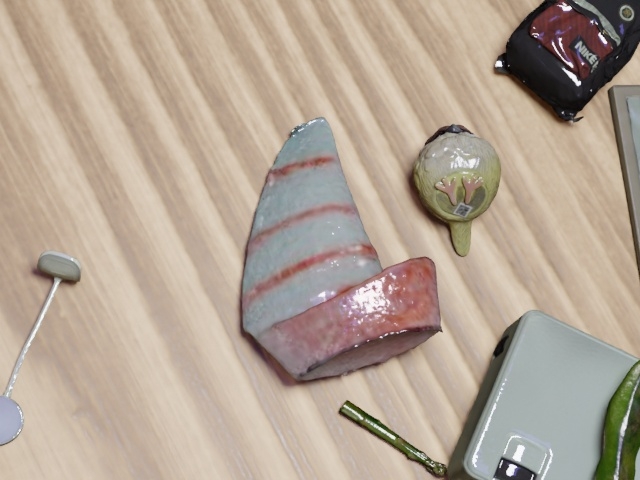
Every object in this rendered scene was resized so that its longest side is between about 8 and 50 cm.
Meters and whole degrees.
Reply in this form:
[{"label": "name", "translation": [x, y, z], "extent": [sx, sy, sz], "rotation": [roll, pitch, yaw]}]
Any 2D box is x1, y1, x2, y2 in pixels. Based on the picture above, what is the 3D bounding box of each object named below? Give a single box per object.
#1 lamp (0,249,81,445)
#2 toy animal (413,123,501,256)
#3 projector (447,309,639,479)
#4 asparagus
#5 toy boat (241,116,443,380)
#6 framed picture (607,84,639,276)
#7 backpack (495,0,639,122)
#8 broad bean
[{"label": "lamp", "translation": [-0.292, 0.107, 1.387], "extent": [0.050, 0.056, 0.198], "rotation": [21, 75, -5]}, {"label": "toy animal", "translation": [0.146, -0.059, 1.497], "extent": [0.098, 0.137, 0.098], "rotation": [-5, 34, 3]}, {"label": "projector", "translation": [0.277, 0.211, 1.417], "extent": [0.257, 0.099, 0.192], "rotation": [25, 70, -1]}, {"label": "asparagus", "translation": [0.075, 0.203, 1.430], "extent": [0.127, 0.018, 0.015], "rotation": [33, 106, 2]}, {"label": "toy boat", "translation": [0.000, 0.000, 1.455], "extent": [0.206, 0.096, 0.282], "rotation": [-19, 67, 1]}, {"label": "framed picture", "translation": [0.433, -0.052, 1.564], "extent": [0.192, 0.018, 0.265], "rotation": [-3, 74, -11]}, {"label": "backpack", "translation": [0.287, -0.227, 1.547], "extent": [0.120, 0.106, 0.165], "rotation": [39, 75, 9]}, {"label": "broad bean", "translation": [0.292, 0.209, 1.344], "extent": [0.061, 0.046, 0.195], "rotation": [6, 78, -20]}]
